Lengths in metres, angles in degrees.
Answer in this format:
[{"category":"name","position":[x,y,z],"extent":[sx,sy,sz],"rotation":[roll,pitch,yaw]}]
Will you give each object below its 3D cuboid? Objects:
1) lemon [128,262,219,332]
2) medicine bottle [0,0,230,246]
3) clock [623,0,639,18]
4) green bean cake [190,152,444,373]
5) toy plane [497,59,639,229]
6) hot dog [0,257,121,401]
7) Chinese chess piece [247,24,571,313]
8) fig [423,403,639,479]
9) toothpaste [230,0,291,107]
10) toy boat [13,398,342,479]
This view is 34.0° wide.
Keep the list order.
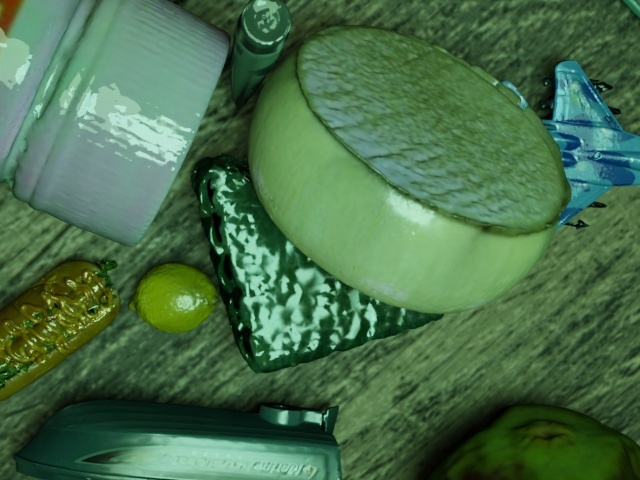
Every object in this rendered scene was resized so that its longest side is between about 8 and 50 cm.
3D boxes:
[{"category":"lemon","position":[-0.135,0.053,0.951],"extent":[0.092,0.065,0.065],"rotation":[-5,102,24]},{"category":"medicine bottle","position":[-0.282,-0.158,0.807],"extent":[0.388,0.219,0.219],"rotation":[26,93,-14]},{"category":"clock","position":[0.422,-0.271,0.992],"extent":[0.262,0.116,0.231],"rotation":[42,88,-15]},{"category":"green bean cake","position":[0.000,0.000,0.949],"extent":[0.208,0.107,0.193],"rotation":[-15,99,-10]},{"category":"toy plane","position":[0.276,-0.082,1.011],"extent":[0.246,0.078,0.169],"rotation":[5,98,-19]},{"category":"hot dog","position":[-0.255,0.084,0.935],"extent":[0.188,0.055,0.072],"rotation":[-38,102,-3]},{"category":"Chinese chess piece","position":[0.072,-0.065,0.871],"extent":[0.270,0.270,0.112],"rotation":[22,126,-14]},{"category":"fig","position":[0.202,0.293,0.977],"extent":[0.239,0.239,0.271],"rotation":[-4,117,-11]},{"category":"toothpaste","position":[-0.054,-0.152,0.845],"extent":[0.039,0.239,0.062],"rotation":[15,87,-7]},{"category":"toy boat","position":[-0.126,0.207,0.950],"extent":[0.296,0.114,0.122],"rotation":[4,89,-13]}]
